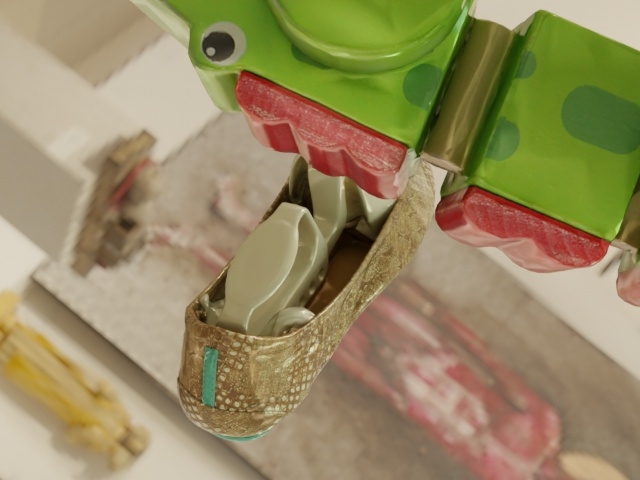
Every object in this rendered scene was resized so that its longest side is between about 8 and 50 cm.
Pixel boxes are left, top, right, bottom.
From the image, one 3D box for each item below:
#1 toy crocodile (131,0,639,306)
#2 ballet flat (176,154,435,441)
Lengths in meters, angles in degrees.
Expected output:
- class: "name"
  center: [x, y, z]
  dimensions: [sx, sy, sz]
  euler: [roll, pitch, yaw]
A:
- class: "toy crocodile"
  center: [0.066, -0.036, 0.528]
  dimensions: [0.115, 0.340, 0.105]
  euler: [98, 15, -84]
- class: "ballet flat"
  center: [0.000, 0.000, 0.729]
  dimensions: [0.067, 0.073, 0.206]
  euler: [86, 24, -43]
